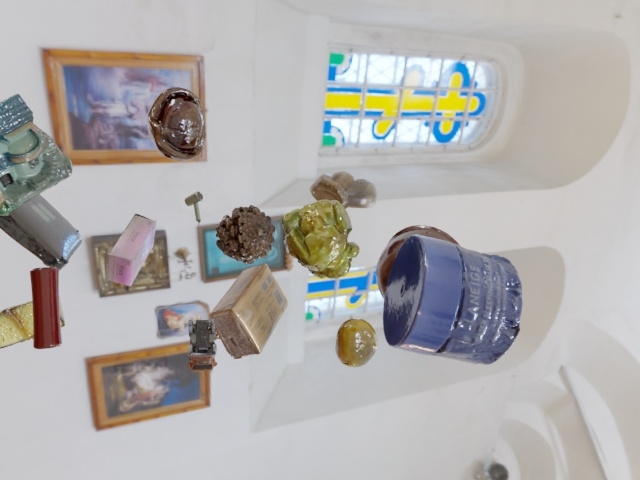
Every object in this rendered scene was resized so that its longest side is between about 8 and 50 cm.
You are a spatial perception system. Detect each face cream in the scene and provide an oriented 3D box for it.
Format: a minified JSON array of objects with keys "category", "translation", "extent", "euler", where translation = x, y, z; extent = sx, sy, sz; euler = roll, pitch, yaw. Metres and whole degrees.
[{"category":"face cream","translation":[0.277,0.129,1.047],"extent":[0.249,0.224,0.249],"euler":[-168,-90,-81]}]

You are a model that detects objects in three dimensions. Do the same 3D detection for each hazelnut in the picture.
[{"category":"hazelnut","translation":[-0.414,-0.332,1.419],"extent":[0.202,0.170,0.160],"euler":[68,-24,1]}]

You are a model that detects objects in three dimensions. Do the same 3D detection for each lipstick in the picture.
[{"category":"lipstick","translation":[-0.823,0.201,1.458],"extent":[0.080,0.080,0.242],"euler":[167,-80,-67]}]

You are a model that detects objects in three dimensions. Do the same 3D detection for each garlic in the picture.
[{"category":"garlic","translation":[0.100,-0.208,2.009],"extent":[0.325,0.278,0.132],"euler":[-43,152,-66]}]

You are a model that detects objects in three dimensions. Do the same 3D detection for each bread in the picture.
[{"category":"bread","translation":[-1.094,0.287,1.784],"extent":[0.142,0.265,0.178],"euler":[-129,-155,-60]}]

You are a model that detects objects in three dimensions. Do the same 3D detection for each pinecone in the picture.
[{"category":"pinecone","translation":[-0.210,-0.014,1.318],"extent":[0.173,0.173,0.174],"euler":[176,-90,-67]}]

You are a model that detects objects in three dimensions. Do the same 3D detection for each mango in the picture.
[{"category":"mango","translation":[0.101,0.297,1.416],"extent":[0.098,0.137,0.195],"euler":[42,-11,35]}]

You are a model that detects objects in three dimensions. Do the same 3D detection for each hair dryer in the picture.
[{"category":"hair dryer","translation":[-0.450,-0.110,1.752],"extent":[0.063,0.037,0.125],"euler":[-22,-107,27]}]

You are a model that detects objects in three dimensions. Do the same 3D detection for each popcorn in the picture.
[{"category":"popcorn","translation":[0.006,0.004,1.572],"extent":[0.225,0.276,0.277],"euler":[-8,-94,30]}]

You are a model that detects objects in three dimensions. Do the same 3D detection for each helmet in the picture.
[{"category":"helmet","translation":[0.333,0.149,1.725],"extent":[0.337,0.230,0.386],"euler":[-8,-85,34]}]

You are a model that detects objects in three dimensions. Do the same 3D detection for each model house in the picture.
[{"category":"model house","translation":[-0.844,-0.263,1.284],"extent":[0.194,0.267,0.325],"euler":[38,-33,8]}]

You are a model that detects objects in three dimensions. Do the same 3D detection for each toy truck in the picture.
[{"category":"toy truck","translation":[-0.354,0.308,1.455],"extent":[0.192,0.083,0.092],"euler":[-117,-148,-60]}]

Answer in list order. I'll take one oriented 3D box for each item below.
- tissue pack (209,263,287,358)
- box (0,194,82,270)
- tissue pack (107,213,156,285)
[{"category":"tissue pack","translation":[-0.295,0.269,1.841],"extent":[0.306,0.238,0.239],"euler":[-60,165,-56]},{"category":"box","translation":[-1.001,-0.068,1.682],"extent":[0.359,0.091,0.350],"euler":[48,-2,-21]},{"category":"tissue pack","translation":[-0.712,0.035,1.847],"extent":[0.247,0.092,0.149],"euler":[-83,-167,-50]}]
